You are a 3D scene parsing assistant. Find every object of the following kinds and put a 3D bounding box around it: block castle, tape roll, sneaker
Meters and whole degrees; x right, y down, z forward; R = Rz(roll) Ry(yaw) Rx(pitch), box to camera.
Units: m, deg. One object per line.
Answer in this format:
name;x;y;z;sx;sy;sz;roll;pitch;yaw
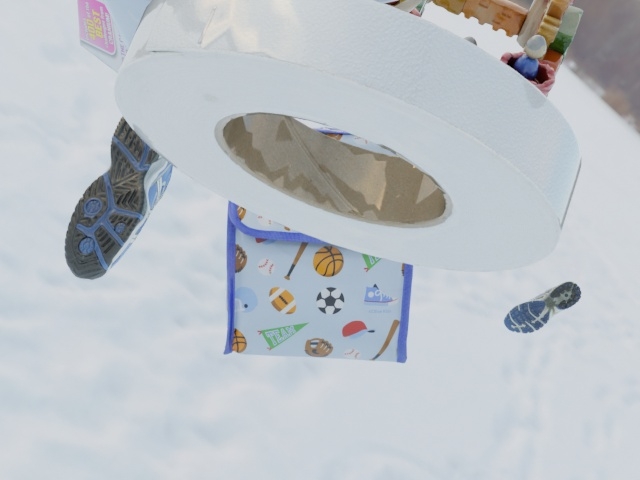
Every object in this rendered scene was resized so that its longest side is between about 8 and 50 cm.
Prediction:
block castle;0.245;-0.351;2.025;0.303;0.213;0.453;24;38;3
tape roll;0.019;-0.084;1.073;0.392;0.072;0.392;19;-16;6
sneaker;0.364;0.111;2.124;0.052;0.135;0.058;64;8;1
sneaker;-0.206;-0.044;1.413;0.080;0.211;0.081;18;-21;19

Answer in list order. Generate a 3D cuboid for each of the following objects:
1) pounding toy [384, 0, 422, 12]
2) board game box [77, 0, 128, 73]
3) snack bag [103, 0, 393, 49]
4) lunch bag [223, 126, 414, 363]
pounding toy;0.037;-0.278;1.487;0.141;0.100;0.130;-33;90;-34
board game box;-0.189;-0.284;1.579;0.064;0.242;0.316;-27;49;-32
snack bag;-0.066;-0.294;1.069;0.323;0.342;0.037;63;22;-48
lunch bag;0.000;0.000;2.207;0.328;0.385;0.239;4;15;-2
